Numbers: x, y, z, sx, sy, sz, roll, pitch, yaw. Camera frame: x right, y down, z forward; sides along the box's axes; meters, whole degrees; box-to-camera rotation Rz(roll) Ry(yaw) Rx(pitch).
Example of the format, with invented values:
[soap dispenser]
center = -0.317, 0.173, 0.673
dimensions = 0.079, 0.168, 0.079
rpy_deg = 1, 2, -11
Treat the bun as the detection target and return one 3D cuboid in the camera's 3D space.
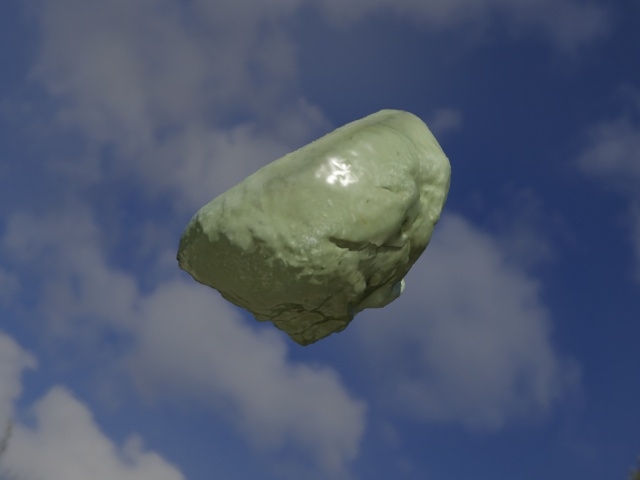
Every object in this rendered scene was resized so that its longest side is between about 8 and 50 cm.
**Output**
[bun]
center = 0.000, 0.000, 1.041
dimensions = 0.204, 0.212, 0.126
rpy_deg = -33, -92, 38
